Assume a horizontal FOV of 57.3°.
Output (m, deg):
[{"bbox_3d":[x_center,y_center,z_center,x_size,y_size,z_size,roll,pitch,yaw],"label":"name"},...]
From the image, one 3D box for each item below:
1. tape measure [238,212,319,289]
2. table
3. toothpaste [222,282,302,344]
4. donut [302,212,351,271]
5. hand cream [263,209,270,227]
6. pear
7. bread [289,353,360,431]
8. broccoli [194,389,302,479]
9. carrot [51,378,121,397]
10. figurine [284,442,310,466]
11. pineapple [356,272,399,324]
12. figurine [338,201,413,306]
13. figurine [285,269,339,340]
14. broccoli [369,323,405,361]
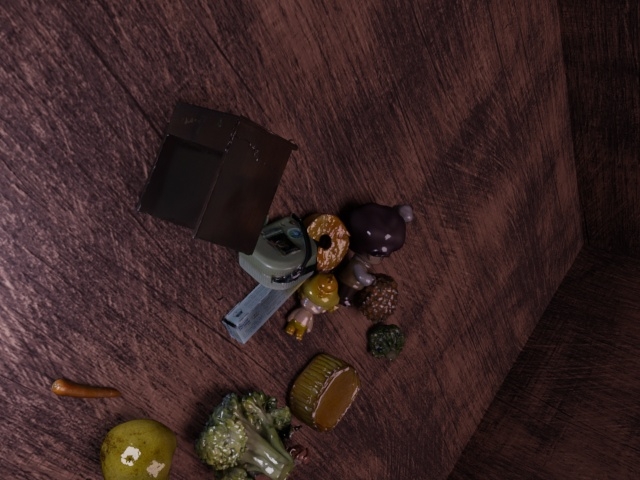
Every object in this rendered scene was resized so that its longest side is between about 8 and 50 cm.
[{"bbox_3d":[-0.092,0.028,1.653,0.235,0.207,0.115,-29,140,-37],"label":"tape measure"},{"bbox_3d":[-0.245,-0.144,1.373,0.196,0.251,0.282,21,89,-51],"label":"table"},{"bbox_3d":[-0.154,0.168,1.755,0.313,0.071,0.089,-46,138,-26],"label":"toothpaste"},{"bbox_3d":[0.000,-0.001,1.842,0.190,0.075,0.174,38,83,-39],"label":"donut"},{"bbox_3d":[-0.166,-0.081,1.666,0.057,0.037,0.165,-11,120,-45],"label":"hand cream"},{"bbox_3d":[-0.468,0.553,1.489,0.197,0.197,0.197,-23,123,-41],"label":"pear"},{"bbox_3d":[0.014,0.532,2.053,0.253,0.142,0.227,-48,138,-19],"label":"bread"},{"bbox_3d":[-0.192,0.596,1.731,0.293,0.281,0.348,-41,143,-27],"label":"broccoli"},{"bbox_3d":[-0.561,0.362,1.413,0.190,0.037,0.037,32,82,-54],"label":"carrot"},{"bbox_3d":[-0.117,0.748,2.015,0.157,0.114,0.126,-34,147,-15],"label":"figurine"},{"bbox_3d":[0.204,0.217,2.113,0.166,0.166,0.193,-15,118,-44],"label":"pineapple"},{"bbox_3d":[0.166,0.051,1.945,0.218,0.206,0.365,-37,140,-69],"label":"figurine"},{"bbox_3d":[-0.025,0.203,1.888,0.156,0.131,0.246,34,96,-10],"label":"figurine"},{"bbox_3d":[0.263,0.401,2.283,0.146,0.138,0.162,-12,126,-2],"label":"broccoli"}]
